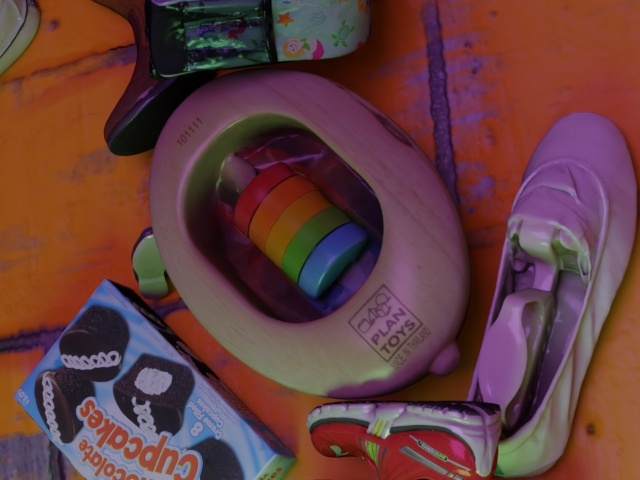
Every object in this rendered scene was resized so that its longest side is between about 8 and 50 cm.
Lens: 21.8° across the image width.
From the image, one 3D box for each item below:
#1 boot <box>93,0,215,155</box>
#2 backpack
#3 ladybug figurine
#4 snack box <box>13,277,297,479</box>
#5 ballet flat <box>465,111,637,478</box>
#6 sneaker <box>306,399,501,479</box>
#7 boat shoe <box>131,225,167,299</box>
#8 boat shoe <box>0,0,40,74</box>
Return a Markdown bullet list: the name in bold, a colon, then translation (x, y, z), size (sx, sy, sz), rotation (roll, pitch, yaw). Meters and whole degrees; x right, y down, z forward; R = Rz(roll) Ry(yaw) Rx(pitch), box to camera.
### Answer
- **boot**: translation (-0.239, -0.269, 2.045), size (0.280, 0.096, 0.264), rotation (40, 97, 29)
- **backpack**: translation (-0.068, -0.289, 1.848), size (0.253, 0.191, 0.225), rotation (-2, 31, -8)
- **ladybug figurine**: translation (0.000, 0.000, 1.817), size (0.305, 0.162, 0.449), rotation (-47, 62, 8)
- **snack box**: translation (-0.197, 0.216, 1.918), size (0.322, 0.060, 0.187), rotation (42, 98, 28)
- **ballet flat**: translation (0.232, 0.047, 1.708), size (0.139, 0.139, 0.400), rotation (11, 82, 28)
- **sneaker**: translation (0.074, 0.220, 1.672), size (0.279, 0.107, 0.118), rotation (-9, 78, 58)
- **boat shoe**: translation (-0.197, 0.019, 1.935), size (0.049, 0.137, 0.043), rotation (-5, 59, -7)
- **boat shoe**: translation (-0.524, -0.199, 2.133), size (0.367, 0.156, 0.136), rotation (-47, 62, 8)
